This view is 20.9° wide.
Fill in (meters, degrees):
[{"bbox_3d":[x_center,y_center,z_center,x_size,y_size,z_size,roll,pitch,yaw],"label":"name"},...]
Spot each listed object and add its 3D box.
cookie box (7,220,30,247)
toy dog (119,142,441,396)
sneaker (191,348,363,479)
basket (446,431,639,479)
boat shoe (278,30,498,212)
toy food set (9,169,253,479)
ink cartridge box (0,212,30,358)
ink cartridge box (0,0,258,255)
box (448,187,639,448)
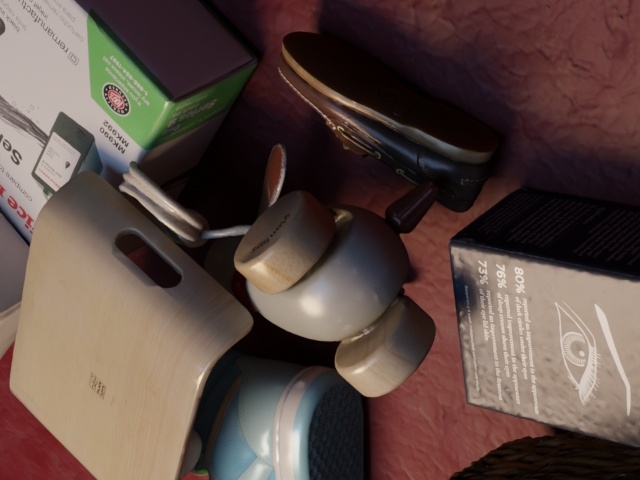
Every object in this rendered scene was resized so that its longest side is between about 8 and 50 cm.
[{"bbox_3d":[-0.299,-0.033,1.735,0.092,0.107,0.040,50,137,6],"label":"cookie box"},{"bbox_3d":[0.000,0.000,1.442,0.333,0.161,0.220,32,164,52],"label":"toy dog"},{"bbox_3d":[-0.067,0.242,1.688,0.208,0.127,0.319,18,116,31],"label":"sneaker"},{"bbox_3d":[0.241,0.279,1.359,0.299,0.213,0.223,-8,103,50],"label":"basket"},{"bbox_3d":[0.046,-0.095,1.414,0.207,0.073,0.073,35,132,21],"label":"boat shoe"},{"bbox_3d":[-0.166,0.109,1.555,0.220,0.092,0.306,41,138,23],"label":"toy food set"},{"bbox_3d":[-0.427,0.002,1.690,0.306,0.131,0.226,49,140,4],"label":"ink cartridge box"},{"bbox_3d":[-0.213,-0.126,1.590,0.211,0.121,0.289,46,137,11],"label":"ink cartridge box"},{"bbox_3d":[0.216,0.061,1.332,0.207,0.108,0.153,13,122,36],"label":"box"}]
